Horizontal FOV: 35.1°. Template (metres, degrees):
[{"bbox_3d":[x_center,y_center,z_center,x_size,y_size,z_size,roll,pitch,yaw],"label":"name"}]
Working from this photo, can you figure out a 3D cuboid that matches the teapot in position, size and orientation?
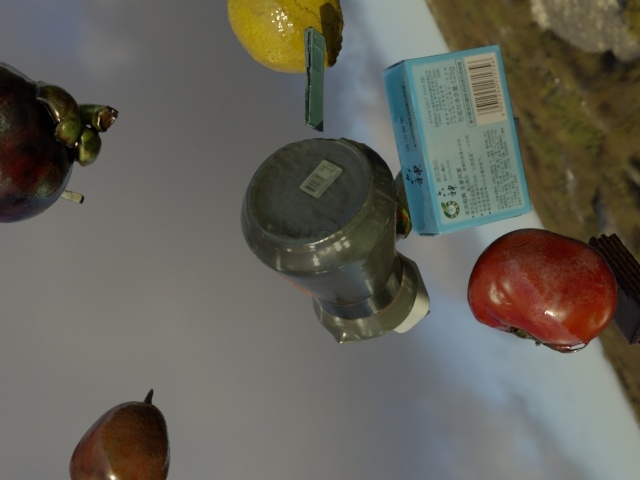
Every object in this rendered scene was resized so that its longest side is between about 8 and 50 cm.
[{"bbox_3d":[0.035,-0.013,1.698,0.344,0.254,0.300,62,-137,-54],"label":"teapot"}]

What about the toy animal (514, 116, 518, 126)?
[{"bbox_3d":[0.333,-0.293,2.254,0.041,0.217,0.075,-67,-23,-48],"label":"toy animal"}]

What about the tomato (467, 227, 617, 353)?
[{"bbox_3d":[0.288,0.062,1.314,0.187,0.151,0.187,21,-179,0],"label":"tomato"}]

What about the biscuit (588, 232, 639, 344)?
[{"bbox_3d":[0.626,0.097,2.109,0.252,0.070,0.106,-116,26,-44],"label":"biscuit"}]

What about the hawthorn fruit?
[{"bbox_3d":[-0.372,0.402,1.976,0.199,0.200,0.251,54,-133,-40],"label":"hawthorn fruit"}]

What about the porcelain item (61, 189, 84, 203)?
[{"bbox_3d":[-0.566,-0.106,2.158,0.136,0.021,0.075,21,172,-3],"label":"porcelain item"}]

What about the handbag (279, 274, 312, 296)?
[{"bbox_3d":[0.000,0.000,2.072,0.157,0.212,0.059,35,-162,33],"label":"handbag"}]

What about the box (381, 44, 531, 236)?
[{"bbox_3d":[0.180,-0.132,1.346,0.083,0.143,0.232,-179,76,-70],"label":"box"}]

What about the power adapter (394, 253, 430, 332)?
[{"bbox_3d":[0.161,0.109,2.384,0.255,0.124,0.187,27,-148,-33],"label":"power adapter"}]

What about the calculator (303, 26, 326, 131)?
[{"bbox_3d":[-0.011,-0.268,1.678,0.057,0.018,0.171,18,-111,-57],"label":"calculator"}]

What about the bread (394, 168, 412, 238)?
[{"bbox_3d":[0.184,-0.110,2.101,0.036,0.192,0.112,16,161,40],"label":"bread"}]

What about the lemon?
[{"bbox_3d":[-0.066,-0.425,1.917,0.260,0.204,0.204,44,-166,-5],"label":"lemon"}]

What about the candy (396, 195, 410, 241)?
[{"bbox_3d":[0.127,-0.075,1.992,0.305,0.083,0.091,-88,1,-70],"label":"candy"}]

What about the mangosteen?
[{"bbox_3d":[-0.568,-0.199,1.867,0.306,0.360,0.306,52,172,10],"label":"mangosteen"}]
